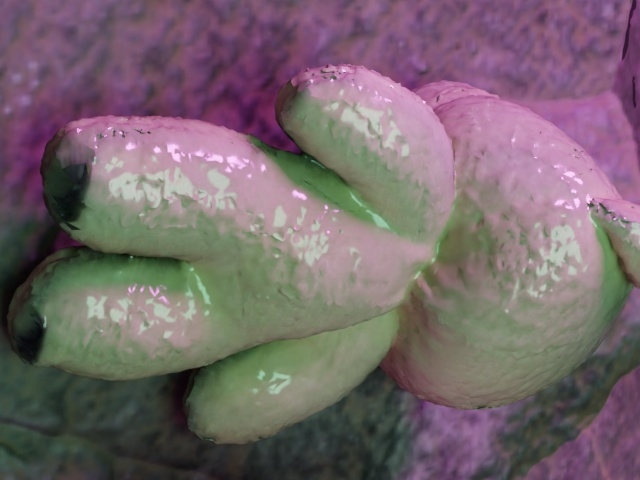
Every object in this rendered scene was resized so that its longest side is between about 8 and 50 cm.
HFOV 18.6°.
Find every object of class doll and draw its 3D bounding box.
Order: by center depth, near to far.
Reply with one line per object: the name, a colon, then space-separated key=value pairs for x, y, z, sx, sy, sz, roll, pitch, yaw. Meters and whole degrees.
doll: x=0.001 y=-0.004 z=0.866 sx=0.278 sy=0.175 sz=0.149 roll=4 pitch=64 yaw=-26
